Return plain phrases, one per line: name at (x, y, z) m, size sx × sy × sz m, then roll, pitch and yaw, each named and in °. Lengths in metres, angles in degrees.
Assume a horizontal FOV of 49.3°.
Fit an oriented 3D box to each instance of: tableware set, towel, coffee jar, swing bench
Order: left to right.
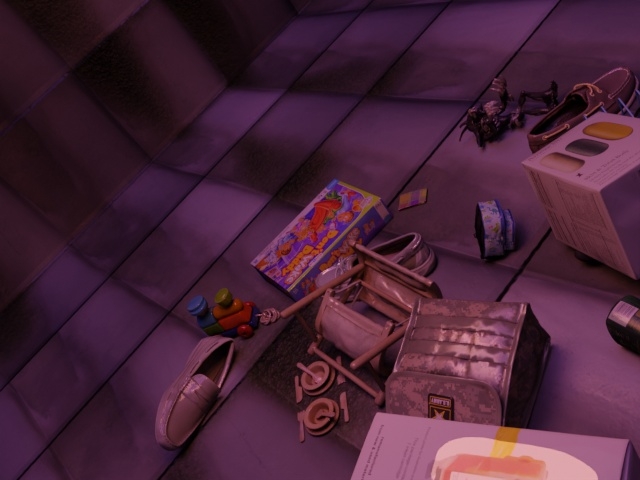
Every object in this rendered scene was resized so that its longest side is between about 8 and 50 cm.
tableware set at (-0.006, 0.339, 1.541) m, size 0.128 × 0.039 × 0.194 m, roll -28°, pitch 35°, yaw 15°
swing bench at (0.102, 0.167, 1.508) m, size 0.254 × 0.165 × 0.253 m, roll -45°, pitch 43°, yaw -15°
towel at (0.246, -0.111, 1.861) m, size 0.083 × 0.009 × 0.060 m, roll -16°, pitch 39°, yaw 28°
coffee jar at (0.573, 0.166, 1.152) m, size 0.079 × 0.096 × 0.184 m, roll -46°, pitch 35°, yaw -6°

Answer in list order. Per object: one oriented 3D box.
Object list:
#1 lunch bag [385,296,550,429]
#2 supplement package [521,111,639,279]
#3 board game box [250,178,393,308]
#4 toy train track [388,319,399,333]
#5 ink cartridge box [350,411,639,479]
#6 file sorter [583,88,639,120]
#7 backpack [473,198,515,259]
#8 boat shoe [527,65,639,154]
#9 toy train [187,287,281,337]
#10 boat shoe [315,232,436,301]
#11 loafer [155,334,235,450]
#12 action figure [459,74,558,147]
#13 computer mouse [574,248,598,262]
lunch bag at (0.260, 0.261, 1.277) m, size 0.235 × 0.169 × 0.287 m, roll 0°, pitch 57°, yaw 39°
supplement package at (0.554, -0.095, 1.302) m, size 0.199 × 0.198 × 0.263 m, roll -33°, pitch 21°, yaw -3°
board game box at (0.000, 0.000, 1.900) m, size 0.347 × 0.078 × 0.233 m, roll -46°, pitch 34°, yaw -11°
toy train track at (0.142, 0.202, 1.587) m, size 0.083 × 0.014 × 0.048 m, roll -27°, pitch 35°, yaw 17°
ink cartridge box at (0.273, 0.398, 0.999) m, size 0.384 × 0.279 × 0.160 m, roll -4°, pitch 45°, yaw 39°
file sorter at (0.686, -0.255, 1.535) m, size 0.170 × 0.104 × 0.118 m, roll -26°, pitch 36°, yaw 17°
backpack at (0.385, -0.031, 1.544) m, size 0.084 × 0.114 × 0.105 m, roll -10°, pitch 38°, yaw 6°
boat shoe at (0.626, -0.313, 1.665) m, size 0.324 × 0.097 × 0.116 m, roll -41°, pitch 34°, yaw -4°
toy train at (-0.219, 0.177, 1.837) m, size 0.248 × 0.143 × 0.105 m, roll -23°, pitch 37°, yaw 22°
boat shoe at (0.118, 0.061, 1.694) m, size 0.320 × 0.103 × 0.118 m, roll -16°, pitch 40°, yaw 29°
loafer at (-0.306, 0.367, 1.725) m, size 0.111 × 0.112 × 0.320 m, roll -20°, pitch 37°, yaw 39°
action figure at (0.473, -0.343, 1.808) m, size 0.275 × 0.141 × 0.164 m, roll -12°, pitch 45°, yaw 29°
computer mouse at (0.615, -0.027, 1.402) m, size 0.242 × 0.041 × 0.071 m, roll -33°, pitch 21°, yaw -2°
